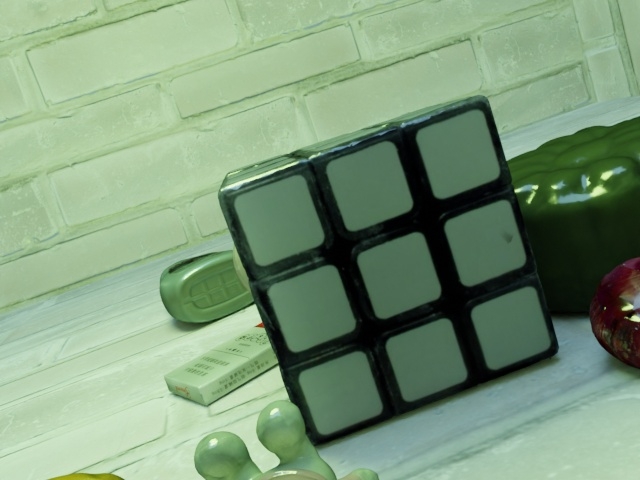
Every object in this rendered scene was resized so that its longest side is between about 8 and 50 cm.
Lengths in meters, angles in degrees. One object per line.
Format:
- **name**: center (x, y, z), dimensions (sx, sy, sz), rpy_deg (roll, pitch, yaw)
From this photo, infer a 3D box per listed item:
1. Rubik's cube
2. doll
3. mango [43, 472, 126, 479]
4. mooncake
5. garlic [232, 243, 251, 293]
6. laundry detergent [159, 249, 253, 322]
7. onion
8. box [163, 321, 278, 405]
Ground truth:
- **Rubik's cube**: center (0.062, 0.015, 0.804), dimensions (0.303, 0.301, 0.305), rpy_deg (-20, 9, -5)
- **doll**: center (-0.019, 0.217, 0.438), dimensions (0.154, 0.113, 0.275), rpy_deg (-28, 17, -4)
- **mango**: center (-0.282, 0.282, 0.638), dimensions (0.098, 0.075, 0.190), rpy_deg (13, 25, 42)
- **mooncake**: center (0.393, -0.050, 0.878), dimensions (0.356, 0.194, 0.356), rpy_deg (-18, 8, 3)
- **garlic**: center (0.000, 0.000, 1.179), dimensions (0.318, 0.259, 0.317), rpy_deg (-55, 2, 3)
- **laundry detergent**: center (-0.274, 0.094, 1.549), dimensions (0.263, 0.125, 0.397), rpy_deg (-24, 9, -25)
- **onion**: center (0.331, 0.044, 0.622), dimensions (0.150, 0.140, 0.150), rpy_deg (-21, 26, 11)
- **box**: center (-0.112, 0.177, 1.021), dimensions (0.245, 0.035, 0.139), rpy_deg (-25, 11, -35)
